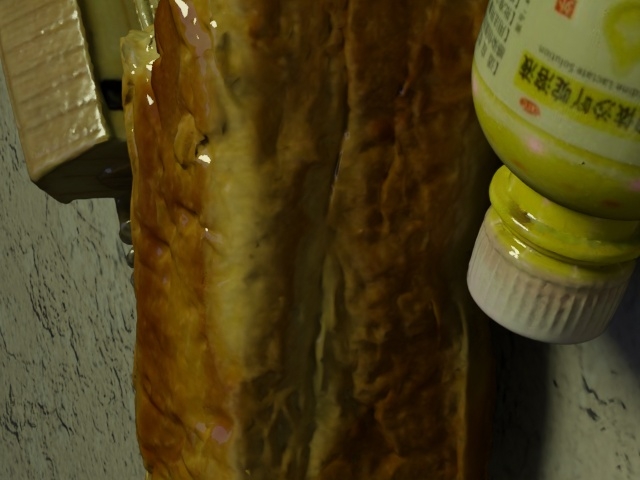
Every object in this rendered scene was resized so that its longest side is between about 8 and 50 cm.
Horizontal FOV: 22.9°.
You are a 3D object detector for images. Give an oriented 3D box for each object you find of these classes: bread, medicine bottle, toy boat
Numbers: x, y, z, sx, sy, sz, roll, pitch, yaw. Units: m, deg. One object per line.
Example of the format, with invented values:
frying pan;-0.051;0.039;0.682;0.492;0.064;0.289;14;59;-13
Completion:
bread;0.001;-0.002;0.771;0.149;0.195;0.344;-135;45;-57
medicine bottle;0.120;-0.059;0.643;0.122;0.122;0.212;51;137;42
toy boat;-0.118;-0.107;0.986;0.136;0.162;0.445;-39;63;52
